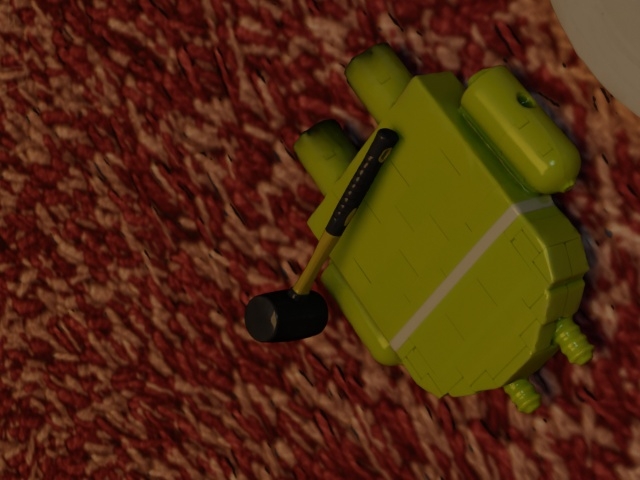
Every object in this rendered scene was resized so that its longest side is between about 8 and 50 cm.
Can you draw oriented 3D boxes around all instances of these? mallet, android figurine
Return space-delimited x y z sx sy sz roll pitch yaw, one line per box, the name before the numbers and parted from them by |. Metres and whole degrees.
mallet | 0.000 0.000 0.985 0.039 0.062 0.190 46 129 30
android figurine | 0.089 -0.003 0.977 0.273 0.056 0.248 53 132 21

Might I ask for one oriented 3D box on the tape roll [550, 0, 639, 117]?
tape roll | 0.256 -0.189 0.728 0.286 0.100 0.286 14 111 42
